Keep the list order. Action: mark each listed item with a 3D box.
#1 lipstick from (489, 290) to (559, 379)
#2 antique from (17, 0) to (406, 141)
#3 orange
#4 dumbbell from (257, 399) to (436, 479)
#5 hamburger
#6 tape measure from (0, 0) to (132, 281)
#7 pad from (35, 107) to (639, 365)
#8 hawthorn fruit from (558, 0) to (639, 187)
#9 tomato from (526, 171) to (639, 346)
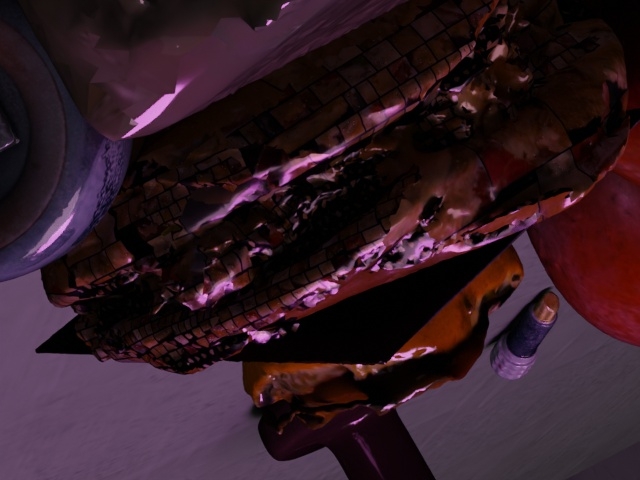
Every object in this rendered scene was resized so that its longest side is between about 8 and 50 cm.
[{"bbox_3d":[0.174,0.075,1.636,0.037,0.037,0.116,-23,160,-26],"label":"lipstick"},{"bbox_3d":[0.017,-0.129,0.498,0.125,0.150,0.284,-33,174,26],"label":"antique"},{"bbox_3d":[0.023,0.025,1.023,0.160,0.112,0.170,-31,-157,-8],"label":"orange"},{"bbox_3d":[0.062,0.189,1.414,0.140,0.225,0.124,-22,165,-36],"label":"dumbbell"},{"bbox_3d":[-0.002,-0.037,0.711,0.231,0.106,0.231,-27,-165,8],"label":"hamburger"},{"bbox_3d":[-0.127,-0.035,0.545,0.107,0.104,0.180,-30,166,13],"label":"tape measure"},{"bbox_3d":[0.000,0.000,0.799,0.164,0.004,0.243,-41,-158,-30],"label":"pad"},{"bbox_3d":[0.180,-0.083,0.822,0.169,0.169,0.188,-38,124,26],"label":"hawthorn fruit"},{"bbox_3d":[0.213,-0.030,1.062,0.208,0.184,0.208,-29,165,-9],"label":"tomato"}]
